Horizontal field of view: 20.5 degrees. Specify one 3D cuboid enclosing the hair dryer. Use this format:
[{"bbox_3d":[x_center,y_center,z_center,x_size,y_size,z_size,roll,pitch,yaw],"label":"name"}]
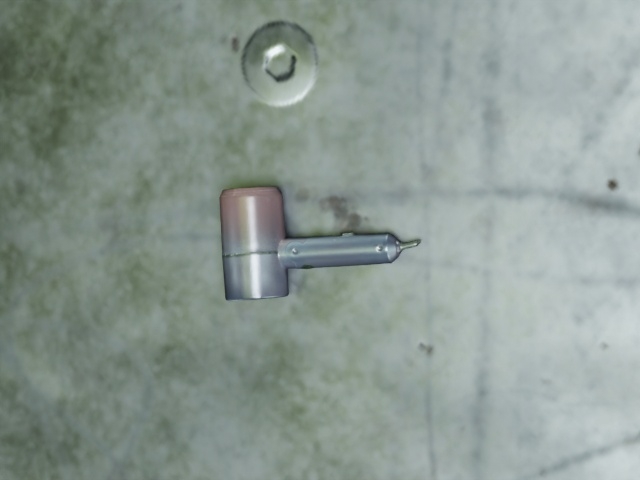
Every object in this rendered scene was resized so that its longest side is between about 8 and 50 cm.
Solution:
[{"bbox_3d":[0.000,0.000,0.986,0.114,0.037,0.063,-2,91,15],"label":"hair dryer"}]
